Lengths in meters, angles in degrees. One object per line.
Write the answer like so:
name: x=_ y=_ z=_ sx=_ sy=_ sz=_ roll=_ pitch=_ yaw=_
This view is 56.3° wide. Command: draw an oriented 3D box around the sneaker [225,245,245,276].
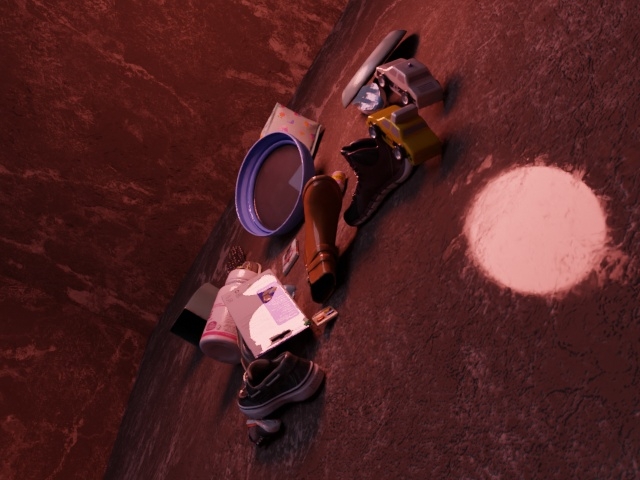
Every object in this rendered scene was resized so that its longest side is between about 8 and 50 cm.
sneaker: x=-0.369 y=0.115 z=2.625 sx=0.234 sy=0.084 sz=0.097 roll=-91 pitch=9 yaw=-60

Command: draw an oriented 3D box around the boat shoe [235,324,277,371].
boat shoe: x=-0.190 y=0.271 z=1.709 sx=0.324 sy=0.123 sz=0.116 roll=-101 pitch=14 yaw=-60

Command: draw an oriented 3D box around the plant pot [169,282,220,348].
plant pot: x=-0.495 y=0.300 z=2.531 sx=0.165 sy=0.165 sz=0.234 roll=-51 pitch=12 yaw=33

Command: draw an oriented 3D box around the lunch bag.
lunch bag: x=-0.138 y=-0.384 z=2.421 sx=0.160 sy=0.223 sz=0.262 roll=-44 pitch=25 yaw=60

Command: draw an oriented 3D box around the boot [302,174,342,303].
boot: x=0.000 y=0.000 z=1.507 sx=0.220 sy=0.109 sz=0.283 roll=-92 pitch=11 yaw=-47

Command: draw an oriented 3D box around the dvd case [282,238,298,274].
dvd case: x=-0.100 y=0.053 z=1.989 sx=0.087 sy=0.013 sz=0.119 roll=-56 pitch=19 yaw=21

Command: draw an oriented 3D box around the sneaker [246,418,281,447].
sneaker: x=-0.132 y=0.456 z=1.411 sx=0.158 sy=0.061 sz=0.065 roll=146 pitch=125 yaw=-65

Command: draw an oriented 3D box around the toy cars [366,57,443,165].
toy cars: x=0.201 y=-0.331 z=1.396 sx=0.087 sy=0.176 sz=0.393 roll=88 pitch=-169 yaw=-47

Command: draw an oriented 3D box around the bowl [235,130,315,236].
bowl: x=-0.167 y=-0.201 z=2.195 sx=0.391 sy=0.077 sz=0.391 roll=-13 pitch=72 yaw=44

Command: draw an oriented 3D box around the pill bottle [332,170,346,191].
pill bottle: x=0.053 y=-0.173 z=1.835 sx=0.043 sy=0.043 sz=0.083 roll=-48 pitch=22 yaw=40

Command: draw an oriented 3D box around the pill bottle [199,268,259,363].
pill bottle: x=-0.279 y=0.246 z=1.965 sx=0.160 sy=0.160 sz=0.283 roll=-43 pitch=25 yaw=48

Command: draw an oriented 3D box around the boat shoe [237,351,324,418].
boat shoe: x=-0.120 y=0.325 z=1.409 sx=0.335 sy=0.119 sz=0.121 roll=-36 pitch=15 yaw=46

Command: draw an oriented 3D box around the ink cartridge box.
ink cartridge box: x=-0.141 y=0.202 z=1.578 sx=0.165 sy=0.065 sz=0.332 roll=-28 pitch=30 yaw=-10

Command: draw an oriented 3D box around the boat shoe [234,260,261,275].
boat shoe: x=-0.284 y=0.141 z=2.261 sx=0.109 sy=0.091 sz=0.305 roll=-59 pitch=17 yaw=11

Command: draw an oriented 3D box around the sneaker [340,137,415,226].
sneaker: x=0.098 y=-0.161 z=1.476 sx=0.281 sy=0.162 sz=0.106 roll=-48 pitch=22 yaw=38

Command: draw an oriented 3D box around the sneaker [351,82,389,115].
sneaker: x=0.166 y=-0.411 z=1.786 sx=0.087 sy=0.092 sz=0.228 roll=-58 pitch=15 yaw=11

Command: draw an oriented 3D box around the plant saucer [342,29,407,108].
plant saucer: x=0.167 y=-0.572 z=1.974 sx=0.317 sy=0.044 sz=0.317 roll=-51 pitch=3 yaw=4

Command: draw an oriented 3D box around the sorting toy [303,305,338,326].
sorting toy: x=-0.002 y=0.185 z=1.427 sx=0.083 sy=0.012 sz=0.062 roll=-31 pitch=17 yaw=-7

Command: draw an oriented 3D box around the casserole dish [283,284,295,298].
casserole dish: x=-0.136 y=0.195 z=1.836 sx=0.188 sy=0.037 sz=0.114 roll=-35 pitch=32 yaw=55
